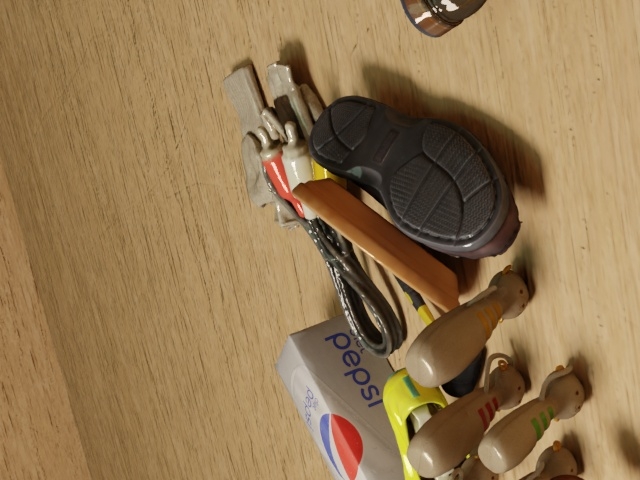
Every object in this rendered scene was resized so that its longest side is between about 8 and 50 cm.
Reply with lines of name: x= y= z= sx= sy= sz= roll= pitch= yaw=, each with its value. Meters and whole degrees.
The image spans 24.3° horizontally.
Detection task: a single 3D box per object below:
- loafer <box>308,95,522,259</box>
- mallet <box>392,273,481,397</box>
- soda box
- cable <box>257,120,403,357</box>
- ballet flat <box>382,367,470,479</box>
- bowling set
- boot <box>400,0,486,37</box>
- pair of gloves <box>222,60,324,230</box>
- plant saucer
loafer: x=0.101 y=-0.056 z=1.390 sx=0.095 sy=0.109 sz=0.302 roll=34 pitch=-178 yaw=-37
mallet: x=0.110 y=0.071 z=1.526 sx=0.189 sy=0.039 sz=0.062 roll=62 pitch=159 yaw=27
soda box: x=0.058 y=0.227 z=1.687 sx=0.286 sy=0.098 sz=0.091 roll=61 pitch=156 yaw=20
cable: x=0.000 y=0.000 z=1.607 sx=0.139 sy=0.072 sz=0.287 roll=3 pitch=114 yaw=44
ballet flat: x=0.124 y=0.234 z=1.525 sx=0.231 sy=0.077 sz=0.077 roll=67 pitch=171 yaw=-26
bowling set: x=0.189 y=0.192 z=1.356 sx=0.200 sy=0.154 sz=0.287 roll=30 pitch=137 yaw=30
boot: x=0.100 y=-0.289 z=1.230 sx=0.106 sy=0.082 sz=0.219 roll=-25 pitch=81 yaw=45
pair of gloves: x=-0.048 y=-0.106 z=1.716 sx=0.240 sy=0.042 sz=0.204 roll=3 pitch=112 yaw=66
plant saucer: x=0.061 y=-0.001 z=1.452 sx=0.200 sy=0.037 sz=0.200 roll=36 pitch=-178 yaw=-2
